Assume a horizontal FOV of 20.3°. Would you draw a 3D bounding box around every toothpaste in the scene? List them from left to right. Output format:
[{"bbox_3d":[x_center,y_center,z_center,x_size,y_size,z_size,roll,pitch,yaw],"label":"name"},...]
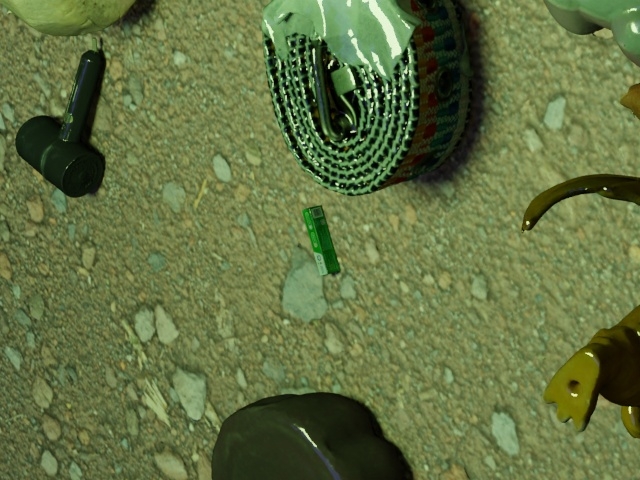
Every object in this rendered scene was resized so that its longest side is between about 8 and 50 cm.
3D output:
[{"bbox_3d":[0.000,0.000,2.148,0.017,0.020,0.083,-16,90,50],"label":"toothpaste"}]

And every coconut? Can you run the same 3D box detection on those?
[{"bbox_3d":[-0.334,-0.378,2.247,0.230,0.227,0.227,36,126,33],"label":"coconut"}]

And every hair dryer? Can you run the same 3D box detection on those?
[{"bbox_3d":[-0.338,-0.179,2.429,0.124,0.071,0.219,39,121,33],"label":"hair dryer"}]

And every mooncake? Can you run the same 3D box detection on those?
[{"bbox_3d":[-0.014,0.297,2.170,0.245,0.133,0.245,16,113,43],"label":"mooncake"}]

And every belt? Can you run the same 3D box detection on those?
[{"bbox_3d":[0.054,-0.184,1.941,0.207,0.150,0.257,0,103,38],"label":"belt"}]

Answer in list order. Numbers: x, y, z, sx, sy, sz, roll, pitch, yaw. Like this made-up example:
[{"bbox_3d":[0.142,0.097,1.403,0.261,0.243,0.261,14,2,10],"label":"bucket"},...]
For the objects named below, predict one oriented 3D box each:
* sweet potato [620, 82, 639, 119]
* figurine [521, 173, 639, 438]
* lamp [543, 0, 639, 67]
[{"bbox_3d":[0.368,-0.112,1.701,0.195,0.056,0.056,19,115,37],"label":"sweet potato"},{"bbox_3d":[0.404,0.083,1.474,0.401,0.387,0.268,11,108,47],"label":"figurine"},{"bbox_3d":[0.336,-0.235,1.560,0.301,0.247,0.247,41,173,29],"label":"lamp"}]
